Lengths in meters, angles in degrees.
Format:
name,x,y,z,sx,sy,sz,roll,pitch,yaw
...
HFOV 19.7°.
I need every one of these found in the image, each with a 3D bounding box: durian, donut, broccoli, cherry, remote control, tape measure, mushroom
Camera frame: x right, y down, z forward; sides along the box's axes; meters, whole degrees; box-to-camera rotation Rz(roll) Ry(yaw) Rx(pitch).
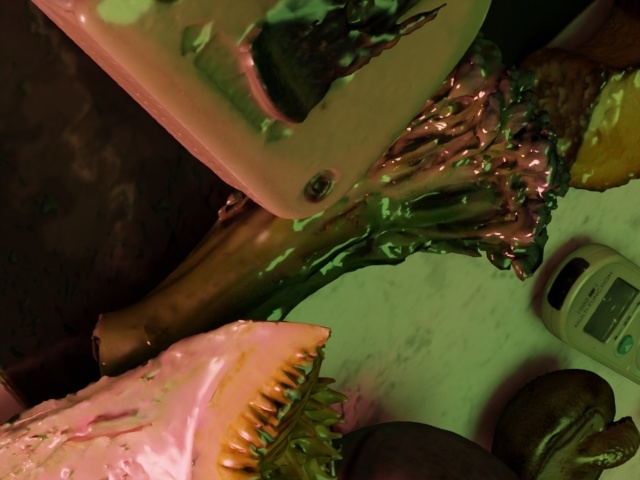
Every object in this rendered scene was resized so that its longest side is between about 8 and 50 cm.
name,x,y,z,sx,sy,sz,roll,pitch,yaw
durian,-0.090,0.168,1.078,0.305,0.185,0.195,-37,164,2
donut,0.207,-0.139,1.204,0.141,0.085,0.217,12,110,-49
broccoli,0.001,0.000,1.081,0.304,0.145,0.165,-31,133,-8
cherry,0.052,0.227,1.238,0.266,0.183,0.213,26,94,-55
remote control,0.234,0.060,1.410,0.221,0.042,0.078,28,97,-50
tape measure,-0.020,-0.157,0.933,0.231,0.133,0.271,-51,138,-3
mushroom,0.179,0.156,1.389,0.127,0.087,0.127,-26,131,-34
